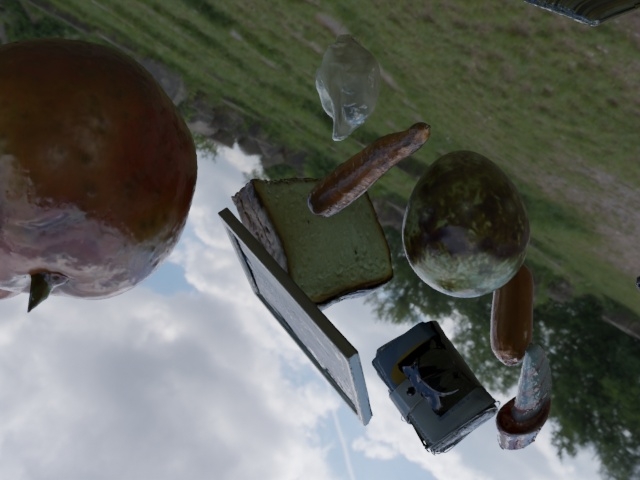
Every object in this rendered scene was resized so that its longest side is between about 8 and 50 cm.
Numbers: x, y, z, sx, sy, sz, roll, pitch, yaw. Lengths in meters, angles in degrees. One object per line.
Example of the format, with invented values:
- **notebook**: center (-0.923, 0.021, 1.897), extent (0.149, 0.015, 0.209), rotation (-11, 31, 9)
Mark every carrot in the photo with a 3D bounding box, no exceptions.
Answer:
- **carrot**: center (0.066, -0.102, 0.846), extent (0.059, 0.248, 0.059), rotation (23, -129, -32)

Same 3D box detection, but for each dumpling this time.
- **dumpling**: center (0.055, -0.336, 1.266), extent (0.132, 0.250, 0.162), rotation (3, 157, 26)

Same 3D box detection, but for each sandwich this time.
- **sandwich**: center (0.000, 0.000, 1.196), extent (0.301, 0.099, 0.271), rotation (-12, -98, -44)

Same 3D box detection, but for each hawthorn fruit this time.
- **hawthorn fruit**: center (-0.394, -0.080, 0.894), extent (0.403, 0.402, 0.403), rotation (32, -172, -5)

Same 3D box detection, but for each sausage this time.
- **sausage**: center (0.473, 0.175, 1.472), extent (0.105, 0.274, 0.105), rotation (11, 147, 7)

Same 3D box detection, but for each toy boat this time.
- **toy boat**: center (0.464, 0.322, 1.326), extent (0.206, 0.282, 0.096), rotation (-30, -142, -32)

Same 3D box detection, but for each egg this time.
- **egg**: center (0.277, -0.035, 1.149), extent (0.238, 0.289, 0.238), rotation (2, 171, 0)

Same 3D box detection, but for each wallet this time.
- **wallet**: center (0.210, 0.271, 1.136), extent (0.069, 0.170, 0.231), rotation (54, -177, -47)

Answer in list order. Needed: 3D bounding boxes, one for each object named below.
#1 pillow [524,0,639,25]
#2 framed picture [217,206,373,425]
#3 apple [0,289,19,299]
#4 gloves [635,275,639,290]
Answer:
- **pillow**: center (0.585, -0.520, 1.272), extent (0.212, 0.208, 0.052), rotation (49, 159, 48)
- **framed picture**: center (-0.036, 0.113, 0.881), extent (0.315, 0.024, 0.232), rotation (43, 161, 34)
- **apple**: center (-0.721, 0.059, 1.372), extent (0.158, 0.156, 0.147), rotation (-2, 120, 45)
- **gloves**: center (0.555, 0.051, 0.811), extent (0.286, 0.119, 0.142), rotation (-8, 162, -14)
